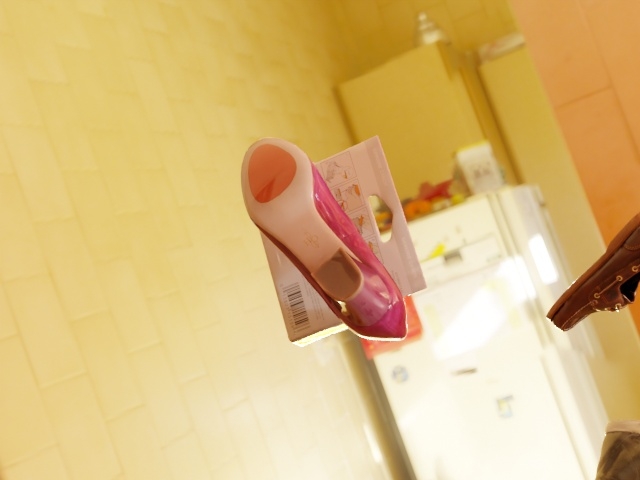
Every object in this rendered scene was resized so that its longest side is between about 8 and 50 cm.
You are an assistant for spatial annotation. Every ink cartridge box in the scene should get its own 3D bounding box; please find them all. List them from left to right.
[{"bbox_3d":[0.029,0.000,1.557,0.239,0.275,0.060,-22,-21,15],"label":"ink cartridge box"}]

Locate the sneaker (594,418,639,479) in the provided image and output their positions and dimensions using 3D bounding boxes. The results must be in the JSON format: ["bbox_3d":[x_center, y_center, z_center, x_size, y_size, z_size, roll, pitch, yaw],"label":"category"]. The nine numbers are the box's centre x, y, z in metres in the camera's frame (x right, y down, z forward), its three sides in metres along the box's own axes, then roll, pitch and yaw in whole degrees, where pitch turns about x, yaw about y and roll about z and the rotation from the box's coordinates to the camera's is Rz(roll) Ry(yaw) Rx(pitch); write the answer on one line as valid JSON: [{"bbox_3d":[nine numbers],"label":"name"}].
[{"bbox_3d":[0.396,0.274,1.053,0.147,0.104,0.296,-66,13,-18],"label":"sneaker"}]

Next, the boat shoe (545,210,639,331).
[{"bbox_3d":[0.374,0.053,1.247,0.073,0.073,0.207,-17,-31,-50],"label":"boat shoe"}]

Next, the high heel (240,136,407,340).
[{"bbox_3d":[0.000,0.000,1.465,0.127,0.377,0.181,-35,-39,8],"label":"high heel"}]
